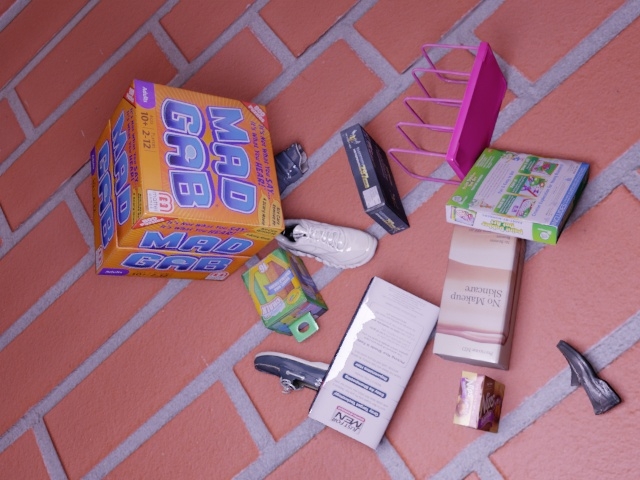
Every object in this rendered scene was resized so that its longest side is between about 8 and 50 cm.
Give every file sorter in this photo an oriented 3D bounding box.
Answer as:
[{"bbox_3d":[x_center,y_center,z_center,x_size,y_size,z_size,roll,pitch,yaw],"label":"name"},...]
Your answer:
[{"bbox_3d":[0.302,-0.298,1.748,0.182,0.202,0.291,12,79,30],"label":"file sorter"}]

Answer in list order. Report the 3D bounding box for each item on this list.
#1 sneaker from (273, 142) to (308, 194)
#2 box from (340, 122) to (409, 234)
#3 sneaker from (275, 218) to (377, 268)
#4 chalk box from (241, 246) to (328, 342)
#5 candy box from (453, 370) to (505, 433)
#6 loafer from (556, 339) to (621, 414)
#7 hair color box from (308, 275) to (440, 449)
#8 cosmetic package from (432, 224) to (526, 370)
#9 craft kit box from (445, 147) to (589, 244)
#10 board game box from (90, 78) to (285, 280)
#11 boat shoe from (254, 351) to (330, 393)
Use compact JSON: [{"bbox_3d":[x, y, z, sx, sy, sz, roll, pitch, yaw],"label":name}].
[{"bbox_3d":[-0.130,-0.222,2.004,0.163,0.086,0.226,-41,55,2],"label":"sneaker"},{"bbox_3d":[0.135,-0.148,1.789,0.059,0.183,0.233,-23,64,17],"label":"box"},{"bbox_3d":[0.000,0.000,1.847,0.292,0.118,0.110,7,75,26],"label":"sneaker"},{"bbox_3d":[-0.080,0.149,1.826,0.132,0.132,0.213,-36,61,12],"label":"chalk box"},{"bbox_3d":[0.334,0.340,1.528,0.053,0.186,0.109,6,76,27],"label":"candy box"},{"bbox_3d":[0.543,0.283,1.519,0.061,0.062,0.170,-43,59,13],"label":"loafer"},{"bbox_3d":[0.121,0.274,1.666,0.173,0.105,0.347,26,85,2],"label":"hair color box"},{"bbox_3d":[0.355,0.125,1.622,0.153,0.129,0.296,4,76,25],"label":"cosmetic package"},{"bbox_3d":[0.440,-0.106,1.626,0.246,0.061,0.250,17,45,27],"label":"craft kit box"},{"bbox_3d":[-0.350,-0.131,1.848,0.356,0.356,0.356,-38,55,49],"label":"board game box"},{"bbox_3d":[-0.054,0.332,1.780,0.254,0.095,0.079,9,66,19],"label":"boat shoe"}]
